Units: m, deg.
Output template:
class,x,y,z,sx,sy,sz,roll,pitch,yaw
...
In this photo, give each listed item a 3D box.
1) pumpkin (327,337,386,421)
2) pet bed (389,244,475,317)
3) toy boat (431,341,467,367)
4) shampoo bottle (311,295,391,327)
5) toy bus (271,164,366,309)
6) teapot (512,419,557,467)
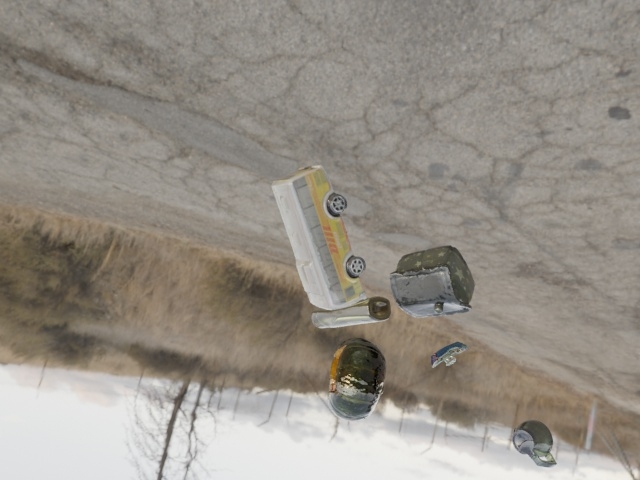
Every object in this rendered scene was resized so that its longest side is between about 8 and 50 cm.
class,x,y,z,sx,sy,sz,roll,pitch,yaw
pumpkin,0.108,0.399,1.438,0.159,0.238,0.238,14,166,-7
pet bed,0.321,0.137,1.459,0.210,0.159,0.183,-14,119,39
toy boat,0.256,0.231,0.997,0.083,0.038,0.038,-24,171,-12
shampoo bottle,0.094,0.264,1.781,0.125,0.084,0.350,6,163,-35
toy bus,0.000,0.000,0.915,0.106,0.268,0.092,-26,-164,-30
teapot,0.391,0.376,0.918,0.057,0.066,0.088,7,-143,-37
